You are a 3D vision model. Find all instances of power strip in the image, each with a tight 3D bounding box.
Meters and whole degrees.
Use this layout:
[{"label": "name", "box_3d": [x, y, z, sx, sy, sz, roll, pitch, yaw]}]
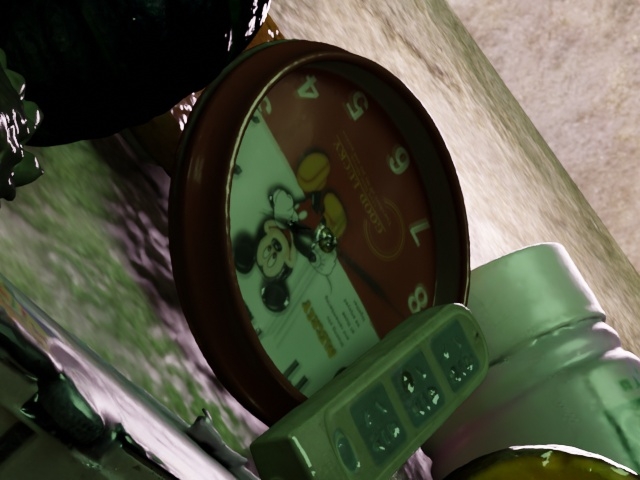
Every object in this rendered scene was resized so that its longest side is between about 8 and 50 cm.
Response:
[{"label": "power strip", "box_3d": [0.046, 0.125, 1.403, 0.286, 0.048, 0.080, -36, 106, -51]}]

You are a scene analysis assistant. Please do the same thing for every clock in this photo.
[{"label": "clock", "box_3d": [0.000, 0.000, 1.479, 0.318, 0.080, 0.318, 9, 78, -48]}]

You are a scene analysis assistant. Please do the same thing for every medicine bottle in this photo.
[{"label": "medicine bottle", "box_3d": [0.205, 0.189, 1.645, 0.325, 0.212, 0.212, 59, 17, 17]}]

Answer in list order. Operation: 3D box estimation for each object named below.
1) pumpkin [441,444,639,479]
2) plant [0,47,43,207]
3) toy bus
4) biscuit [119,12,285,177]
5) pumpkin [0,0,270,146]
[{"label": "pumpkin", "box_3d": [0.099, 0.272, 1.095, 0.139, 0.222, 0.317, 28, 72, -79]}, {"label": "plant", "box_3d": [-0.232, -0.061, 1.040, 0.129, 0.132, 0.194, 60, 5, 2]}, {"label": "toy bus", "box_3d": [-0.120, 0.128, 1.048, 0.317, 0.112, 0.138, 44, 9, -36]}, {"label": "biscuit", "box_3d": [-0.083, -0.107, 1.662, 0.283, 0.064, 0.432, 57, 17, -18]}, {"label": "pumpkin", "box_3d": [-0.162, -0.201, 1.279, 0.248, 0.248, 0.248, 49, 18, -21]}]
